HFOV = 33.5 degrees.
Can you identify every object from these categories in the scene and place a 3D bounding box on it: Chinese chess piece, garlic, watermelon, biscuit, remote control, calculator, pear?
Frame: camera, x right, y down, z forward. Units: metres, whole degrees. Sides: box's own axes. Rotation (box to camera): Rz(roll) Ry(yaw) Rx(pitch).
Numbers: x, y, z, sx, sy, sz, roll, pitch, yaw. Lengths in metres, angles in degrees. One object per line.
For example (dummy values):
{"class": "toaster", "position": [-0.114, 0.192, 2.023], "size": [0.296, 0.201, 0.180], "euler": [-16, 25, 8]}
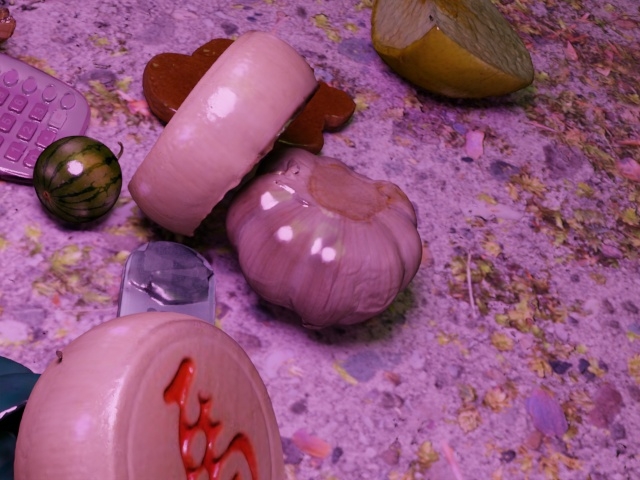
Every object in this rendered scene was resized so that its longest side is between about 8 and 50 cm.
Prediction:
{"class": "Chinese chess piece", "position": [-0.108, -0.117, 1.192], "size": [0.103, 0.250, 0.250], "euler": [39, 44, -5]}
{"class": "garlic", "position": [0.001, 0.003, 1.189], "size": [0.227, 0.152, 0.228], "euler": [14, 45, -15]}
{"class": "watermelon", "position": [-0.269, -0.069, 1.192], "size": [0.109, 0.109, 0.109], "euler": [11, 45, -12]}
{"class": "biscuit", "position": [-0.092, -0.188, 1.412], "size": [0.290, 0.041, 0.208], "euler": [6, 47, -18]}
{"class": "Chinese chess piece", "position": [-0.133, 0.193, 0.890], "size": [0.273, 0.102, 0.273], "euler": [31, 53, -53]}
{"class": "remote control", "position": [-0.163, 0.101, 1.102], "size": [0.104, 0.052, 0.247], "euler": [12, 45, -13]}
{"class": "calculator", "position": [-0.415, -0.159, 1.260], "size": [0.294, 0.043, 0.194], "euler": [21, 43, -7]}
{"class": "pear", "position": [0.200, -0.293, 1.574], "size": [0.239, 0.139, 0.288], "euler": [21, 38, -24]}

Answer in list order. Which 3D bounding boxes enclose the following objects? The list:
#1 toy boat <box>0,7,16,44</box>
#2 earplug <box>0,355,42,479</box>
{"class": "toy boat", "position": [-0.443, -0.310, 1.338], "size": [0.064, 0.072, 0.206], "euler": [-1, 36, -45]}
{"class": "earplug", "position": [-0.286, 0.225, 0.892], "size": [0.257, 0.164, 0.280], "euler": [-43, 56, -7]}
